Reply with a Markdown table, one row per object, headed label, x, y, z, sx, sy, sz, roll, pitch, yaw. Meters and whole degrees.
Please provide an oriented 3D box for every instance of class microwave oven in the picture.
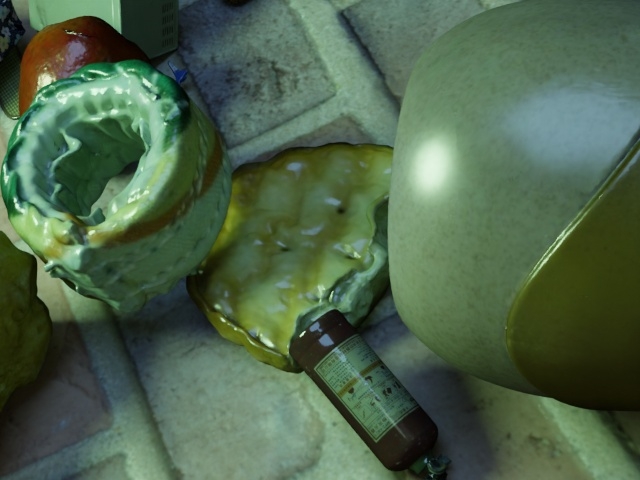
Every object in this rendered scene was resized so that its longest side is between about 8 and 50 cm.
| label | x | y | z | sx | sy | sz | roll | pitch | yaw |
| --- | --- | --- | --- | --- | --- | --- | --- | --- | --- |
| microwave oven | -0.305 | -0.354 | 1.824 | 0.205 | 0.163 | 0.129 | 29 | 42 | 31 |

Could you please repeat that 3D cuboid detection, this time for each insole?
| label | x | y | z | sx | sy | sz | roll | pitch | yaw |
| --- | --- | --- | --- | --- | --- | --- | --- | --- | --- |
| insole | -0.474 | -0.256 | 1.900 | 0.086 | 0.005 | 0.253 | -35 | 52 | -11 |

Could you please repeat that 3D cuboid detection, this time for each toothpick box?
| label | x | y | z | sx | sy | sz | roll | pitch | yaw |
| --- | --- | --- | --- | --- | --- | --- | --- | --- | --- |
| toothpick box | 0.302 | -0.041 | 1.243 | 0.425 | 0.409 | 0.409 | 6 | 55 | 16 |

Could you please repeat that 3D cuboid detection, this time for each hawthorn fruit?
| label | x | y | z | sx | sy | sz | roll | pitch | yaw |
| --- | --- | --- | --- | --- | --- | --- | --- | --- | --- |
| hawthorn fruit | -0.317 | -0.184 | 1.689 | 0.185 | 0.185 | 0.202 | 3 | 64 | 18 |

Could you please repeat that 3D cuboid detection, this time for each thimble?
| label | x | y | z | sx | sy | sz | roll | pitch | yaw |
| --- | --- | --- | --- | --- | --- | --- | --- | --- | --- |
| thimble | -0.239 | -0.064 | 1.502 | 0.254 | 0.167 | 0.288 | -14 | 53 | 17 |

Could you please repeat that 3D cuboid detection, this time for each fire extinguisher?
| label | x | y | z | sx | sy | sz | roll | pitch | yaw |
| --- | --- | --- | --- | --- | --- | --- | --- | --- | --- |
| fire extinguisher | 0.053 | 0.185 | 1.333 | 0.099 | 0.071 | 0.231 | -31 | 74 | -30 |

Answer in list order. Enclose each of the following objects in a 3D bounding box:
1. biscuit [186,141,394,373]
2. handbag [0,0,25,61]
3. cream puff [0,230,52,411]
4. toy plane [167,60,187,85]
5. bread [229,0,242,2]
| label | x | y | z | sx | sy | sz | roll | pitch | yaw |
| --- | --- | --- | --- | --- | --- | --- | --- | --- | --- |
| biscuit | 0.000 | 0.000 | 1.520 | 0.335 | 0.078 | 0.329 | -26 | 48 | -4 |
| handbag | -0.560 | -0.282 | 1.862 | 0.207 | 0.127 | 0.229 | 1 | 43 | 28 |
| cream puff | -0.472 | 0.120 | 1.438 | 0.323 | 0.274 | 0.270 | -14 | 41 | 10 |
| toy plane | -0.209 | -0.174 | 1.734 | 0.062 | 0.054 | 0.167 | -16 | 46 | 38 |
| bread | -0.121 | -0.385 | 1.866 | 0.085 | 0.053 | 0.085 | -3 | 62 | 5 |
